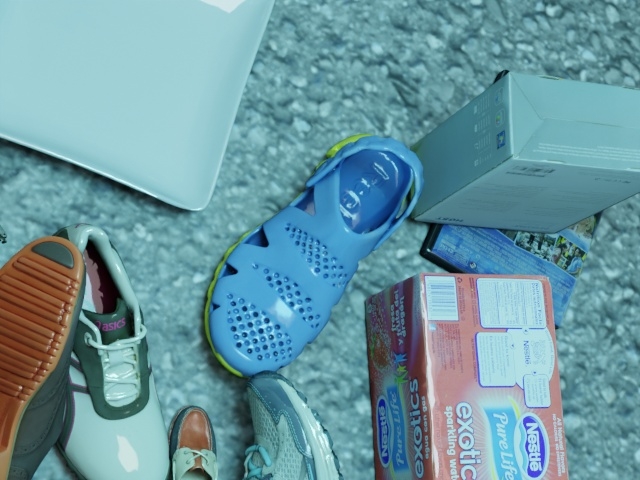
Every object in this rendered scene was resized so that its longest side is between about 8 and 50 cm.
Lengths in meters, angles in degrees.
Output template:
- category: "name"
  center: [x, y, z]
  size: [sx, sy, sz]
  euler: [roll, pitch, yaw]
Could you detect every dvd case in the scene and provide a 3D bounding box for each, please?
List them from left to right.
- category: "dvd case"
  center: [0.234, -0.048, 1.433]
  size: [0.180, 0.022, 0.253]
  euler: [30, 68, -11]

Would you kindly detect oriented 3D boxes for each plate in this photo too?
- category: "plate"
  center: [-0.209, -0.193, 1.285]
  size: [0.277, 0.045, 0.278]
  euler: [21, 70, -16]

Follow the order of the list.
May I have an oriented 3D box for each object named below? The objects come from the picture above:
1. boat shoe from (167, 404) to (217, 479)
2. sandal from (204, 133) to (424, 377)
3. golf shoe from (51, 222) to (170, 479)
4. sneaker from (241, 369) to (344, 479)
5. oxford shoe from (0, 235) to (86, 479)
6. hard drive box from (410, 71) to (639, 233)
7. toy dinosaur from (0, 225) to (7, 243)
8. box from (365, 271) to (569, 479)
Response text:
- category: "boat shoe"
  center: [-0.122, 0.224, 1.214]
  size: [0.049, 0.043, 0.137]
  euler: [7, 73, -17]
- category: "sandal"
  center: [0.000, 0.000, 1.268]
  size: [0.126, 0.138, 0.317]
  euler: [39, 68, -10]
- category: "golf shoe"
  center: [-0.203, 0.116, 1.170]
  size: [0.105, 0.120, 0.272]
  euler: [-16, 84, -25]
- category: "sneaker"
  center: [-0.039, 0.265, 1.189]
  size: [0.122, 0.110, 0.283]
  euler: [-14, 91, -17]
- category: "oxford shoe"
  center: [-0.267, 0.124, 1.120]
  size: [0.097, 0.098, 0.271]
  euler: [26, 94, 20]
- category: "hard drive box"
  center: [0.219, -0.082, 1.296]
  size: [0.181, 0.232, 0.089]
  euler: [5, 74, -20]
- category: "toy dinosaur"
  center: [-0.410, -0.019, 1.134]
  size: [0.322, 0.164, 0.218]
  euler: [44, 49, 14]
- category: "box"
  center: [0.147, 0.190, 1.272]
  size: [0.154, 0.142, 0.299]
  euler: [1, 77, -21]
